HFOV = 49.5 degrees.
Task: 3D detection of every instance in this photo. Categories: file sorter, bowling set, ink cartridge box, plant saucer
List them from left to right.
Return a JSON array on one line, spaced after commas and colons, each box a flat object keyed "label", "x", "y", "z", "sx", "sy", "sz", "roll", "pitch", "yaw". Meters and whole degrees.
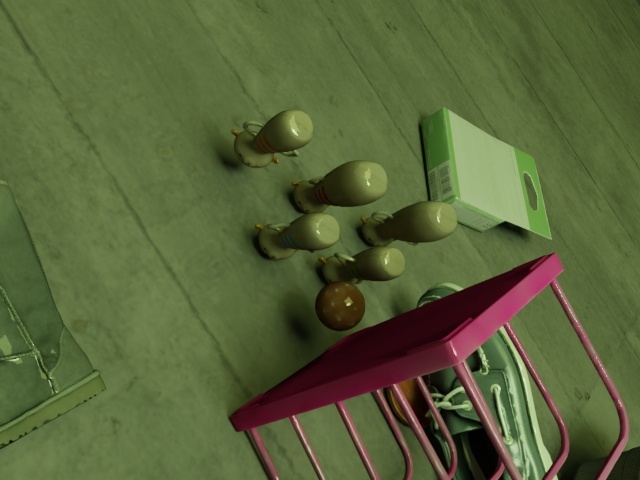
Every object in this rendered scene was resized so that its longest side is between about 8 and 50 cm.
[{"label": "bowling set", "x": 0.000, "y": 0.000, "z": 0.795, "sx": 0.287, "sy": 0.154, "sz": 0.200, "roll": 31, "pitch": 68, "yaw": -26}, {"label": "plant saucer", "x": 0.112, "y": 0.188, "z": 0.850, "sx": 0.083, "sy": 0.013, "sz": 0.084, "roll": 20, "pitch": 55, "yaw": -31}, {"label": "file sorter", "x": 0.103, "y": 0.171, "z": 0.656, "sx": 0.202, "sy": 0.290, "sz": 0.182, "roll": -25, "pitch": 87, "yaw": -46}, {"label": "ink cartridge box", "x": 0.268, "y": -0.095, "z": 1.121, "sx": 0.235, "sy": 0.056, "sz": 0.171, "roll": 20, "pitch": 55, "yaw": -36}]

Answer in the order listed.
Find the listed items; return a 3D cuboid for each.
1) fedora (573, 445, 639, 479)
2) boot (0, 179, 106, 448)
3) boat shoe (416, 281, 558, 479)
[{"label": "fedora", "x": 0.425, "y": 0.376, "z": 0.931, "sx": 0.275, "sy": 0.124, "sz": 0.244, "roll": 55, "pitch": 45, "yaw": -19}, {"label": "boot", "x": -0.279, "y": 0.059, "z": 0.538, "sx": 0.189, "sy": 0.076, "sz": 0.209, "roll": -27, "pitch": 92, "yaw": -60}, {"label": "boat shoe", "x": 0.179, "y": 0.201, "z": 0.806, "sx": 0.099, "sy": 0.116, "sz": 0.320, "roll": -7, "pitch": 71, "yaw": -42}]
